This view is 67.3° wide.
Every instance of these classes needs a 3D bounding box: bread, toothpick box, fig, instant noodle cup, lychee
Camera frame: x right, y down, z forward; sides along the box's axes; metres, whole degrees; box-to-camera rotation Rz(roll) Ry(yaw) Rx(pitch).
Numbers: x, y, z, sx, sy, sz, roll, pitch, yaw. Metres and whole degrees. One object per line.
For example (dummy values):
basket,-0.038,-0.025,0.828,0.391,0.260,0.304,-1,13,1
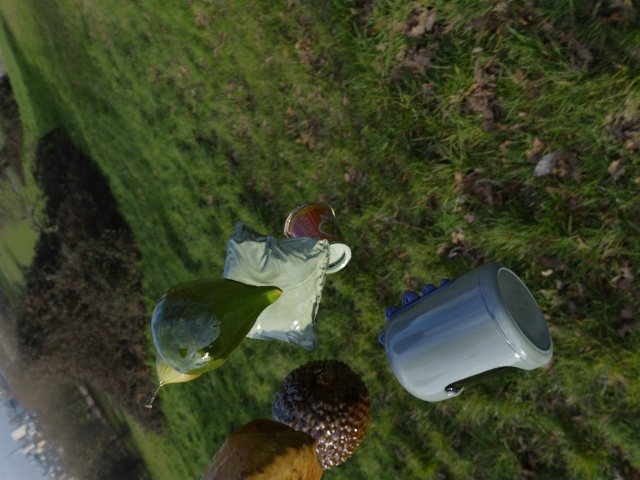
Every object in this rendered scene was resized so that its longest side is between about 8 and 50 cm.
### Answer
bread,-0.083,0.377,0.815,0.129,0.134,0.260,22,175,31
toothpick box,0.296,0.213,1.095,0.355,0.263,0.263,-36,87,33
fig,-0.210,0.155,1.020,0.206,0.275,0.206,61,-174,-11
instant noodle cup,0.000,0.000,1.632,0.212,0.193,0.193,-122,26,-46
lychee,0.001,0.449,1.229,0.267,0.267,0.267,29,136,33
fig,-0.427,0.377,1.419,0.143,0.230,0.160,-19,121,35

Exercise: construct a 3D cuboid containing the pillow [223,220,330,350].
pillow,-0.119,0.118,1.240,0.284,0.138,0.309,14,102,10
